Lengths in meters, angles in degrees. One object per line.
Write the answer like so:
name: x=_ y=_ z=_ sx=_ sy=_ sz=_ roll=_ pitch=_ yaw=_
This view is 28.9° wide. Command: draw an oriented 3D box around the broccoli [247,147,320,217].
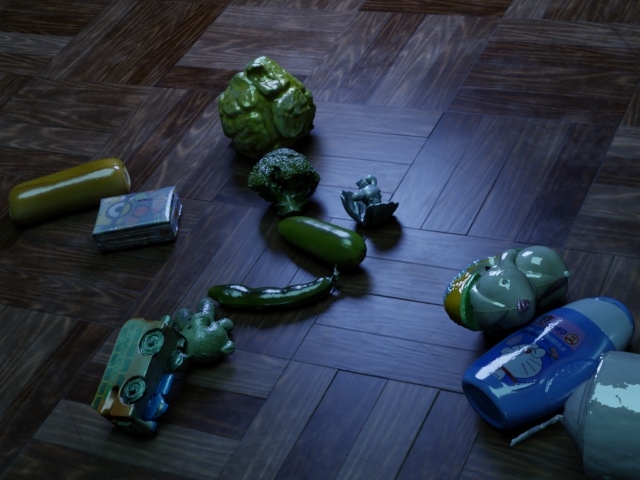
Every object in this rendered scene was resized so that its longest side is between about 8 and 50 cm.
broccoli: x=-0.064 y=-0.103 z=2.196 sx=0.130 sy=0.131 sz=0.120 roll=-9 pitch=76 yaw=-11

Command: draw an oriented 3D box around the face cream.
face cream: x=0.332 y=0.164 z=1.751 sx=0.264 sy=0.083 sz=0.149 roll=-31 pitch=39 yaw=-19

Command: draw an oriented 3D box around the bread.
bread: x=-0.482 y=-0.096 z=2.355 sx=0.239 sy=0.074 sz=0.093 roll=-16 pitch=43 yaw=0

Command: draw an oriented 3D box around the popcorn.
popcorn: x=-0.107 y=-0.244 z=2.344 sx=0.185 sy=0.167 sz=0.187 roll=-35 pitch=0 yaw=13

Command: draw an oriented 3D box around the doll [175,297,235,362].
doll: x=-0.197 y=0.138 z=1.980 sx=0.115 sy=0.078 sz=0.150 roll=-15 pitch=27 yaw=-10

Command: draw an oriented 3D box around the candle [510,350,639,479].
candle: x=0.402 y=0.236 z=1.566 sx=0.330 sy=0.187 sz=0.187 roll=7 pitch=43 yaw=27

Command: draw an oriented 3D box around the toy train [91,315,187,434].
toy train: x=-0.272 y=0.203 z=1.886 sx=0.099 sy=0.072 sz=0.188 roll=-5 pitch=55 yaw=35

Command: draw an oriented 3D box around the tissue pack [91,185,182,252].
tissue pack: x=-0.330 y=-0.039 z=2.243 sx=0.148 sy=0.060 sz=0.109 roll=-9 pitch=40 yaw=10

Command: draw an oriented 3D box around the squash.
squash: x=0.000 y=0.000 z=2.083 sx=0.201 sy=0.066 sz=0.066 roll=18 pitch=49 yaw=43

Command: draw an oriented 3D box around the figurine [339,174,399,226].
figurine: x=0.078 y=-0.070 z=2.122 sx=0.082 sy=0.094 sz=0.086 roll=-43 pitch=66 yaw=24

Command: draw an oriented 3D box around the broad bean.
broad bean: x=-0.078 y=0.085 z=2.025 sx=0.226 sy=0.039 sz=0.069 roll=-8 pitch=45 yaw=8

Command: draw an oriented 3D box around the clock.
clock: x=0.283 y=0.071 z=1.842 sx=0.144 sy=0.103 sz=0.231 roll=0 pitch=23 yaw=43
